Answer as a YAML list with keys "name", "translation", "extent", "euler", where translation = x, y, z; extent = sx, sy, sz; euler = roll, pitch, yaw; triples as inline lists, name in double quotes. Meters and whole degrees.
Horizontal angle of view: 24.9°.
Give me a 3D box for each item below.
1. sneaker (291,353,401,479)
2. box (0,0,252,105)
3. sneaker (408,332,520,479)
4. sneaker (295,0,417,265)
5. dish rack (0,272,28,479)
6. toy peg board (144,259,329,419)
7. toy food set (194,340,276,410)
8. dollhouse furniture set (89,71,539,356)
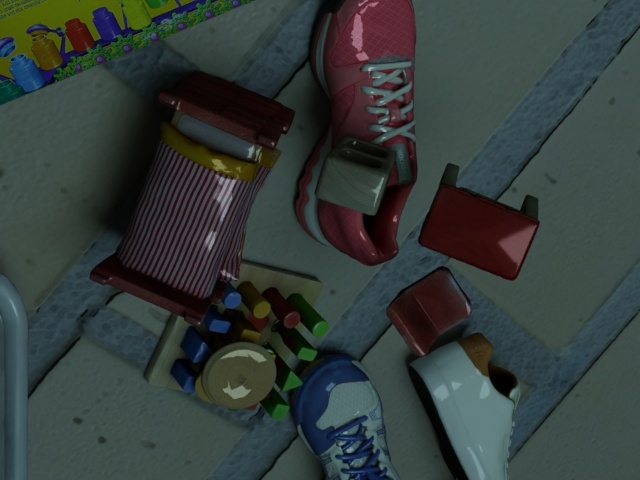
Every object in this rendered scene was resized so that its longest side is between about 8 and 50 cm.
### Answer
- name: "sneaker"
  translation: [0.054, 0.265, 1.707]
  extent: [0.111, 0.131, 0.296]
  euler: [-26, 126, -14]
- name: "box"
  translation: [-0.209, -0.298, 1.134]
  extent: [0.289, 0.177, 0.279]
  euler: [-21, 129, 3]
- name: "sneaker"
  translation: [0.211, 0.238, 1.802]
  extent: [0.123, 0.106, 0.290]
  euler: [-30, 127, -11]
- name: "sneaker"
  translation: [0.064, -0.117, 1.486]
  extent: [0.115, 0.136, 0.314]
  euler: [-9, 121, -28]
- name: "dish rack"
  translation: [-0.362, 0.176, 1.254]
  extent: [0.285, 0.072, 0.333]
  euler: [24, 61, -62]
- name: "toy peg board"
  translation: [-0.079, 0.112, 1.568]
  extent: [0.160, 0.079, 0.161]
  euler: [15, 107, -37]
- name: "toy food set"
  translation: [-0.086, 0.144, 1.536]
  extent: [0.082, 0.020, 0.083]
  euler: [20, 106, -22]
- name: "dollhouse furniture set"
  translation: [0.000, 0.000, 1.383]
  extent: [0.374, 0.152, 0.201]
  euler: [21, 107, 3]
